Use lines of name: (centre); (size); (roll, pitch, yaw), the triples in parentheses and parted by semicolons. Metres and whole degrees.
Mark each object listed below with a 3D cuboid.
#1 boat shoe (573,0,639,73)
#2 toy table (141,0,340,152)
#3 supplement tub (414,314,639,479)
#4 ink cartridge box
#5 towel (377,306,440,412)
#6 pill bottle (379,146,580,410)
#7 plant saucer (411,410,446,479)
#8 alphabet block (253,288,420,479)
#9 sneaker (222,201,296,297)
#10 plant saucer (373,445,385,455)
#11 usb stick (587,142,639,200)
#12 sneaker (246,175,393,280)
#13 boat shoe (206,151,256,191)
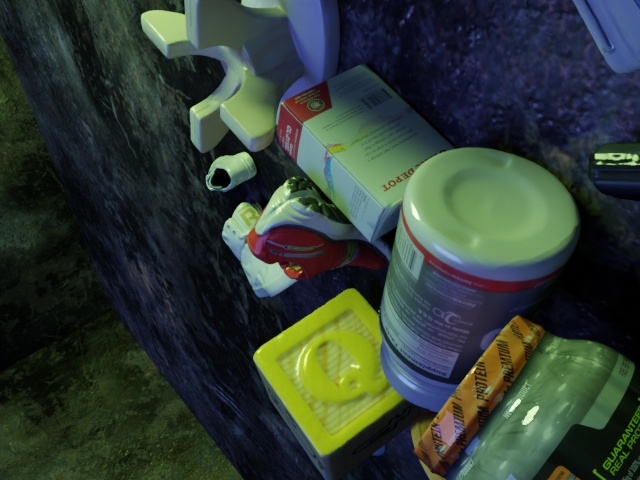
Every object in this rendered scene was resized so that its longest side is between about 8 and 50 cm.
boat shoe: (0.166, -0.229, 0.405); (0.258, 0.095, 0.084); (60, 149, 0)
toy table: (-0.095, -0.235, 0.769); (0.252, 0.160, 0.274); (42, 149, 30)
supplement tub: (0.242, 0.211, 0.464); (0.316, 0.193, 0.194); (38, 147, 21)
ink cartridge box: (0.053, -0.102, 0.685); (0.175, 0.127, 0.072); (49, 152, 20)
towel: (0.170, 0.176, 0.883); (0.197, 0.029, 0.144); (60, 153, -9)
pill bottle: (0.149, 0.057, 0.647); (0.161, 0.161, 0.283); (43, 149, 29)
plant saucer: (0.207, 0.318, 0.839); (0.037, 0.200, 0.200); (-45, 73, 17)
alphabet block: (0.033, 0.227, 0.935); (0.192, 0.193, 0.197); (47, 162, 28)
sneaker: (-0.099, 0.006, 1.072); (0.169, 0.108, 0.292); (58, 154, -4)
plant saucer: (0.055, 0.377, 1.263); (0.195, 0.037, 0.195); (39, 146, 33)
usb stick: (0.308, -0.043, 0.380); (0.278, 0.077, 0.045); (11, 93, 56)
sneaker: (0.000, 0.000, 0.768); (0.107, 0.118, 0.279); (52, -164, 28)
boat shoe: (-0.182, -0.119, 1.133); (0.184, 0.063, 0.066); (4, 121, 58)
